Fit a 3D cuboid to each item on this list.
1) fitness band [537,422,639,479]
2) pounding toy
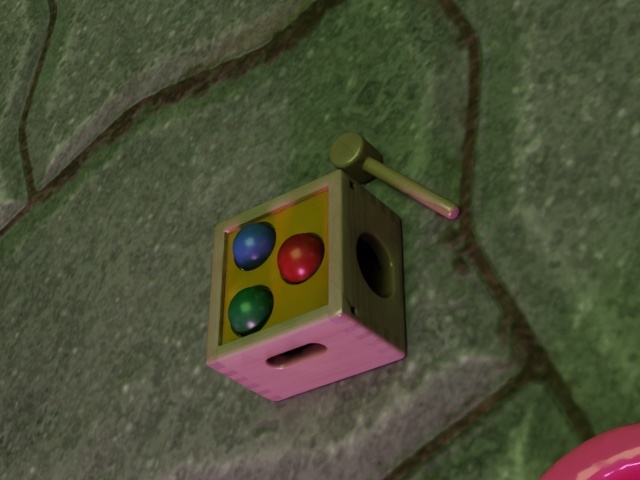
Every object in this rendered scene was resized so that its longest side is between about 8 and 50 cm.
[{"bbox_3d":[0.162,0.235,0.599,0.209,0.054,0.291,20,77,48],"label":"fitness band"},{"bbox_3d":[0.007,-0.008,0.873,0.181,0.094,0.206,-23,50,31],"label":"pounding toy"}]
